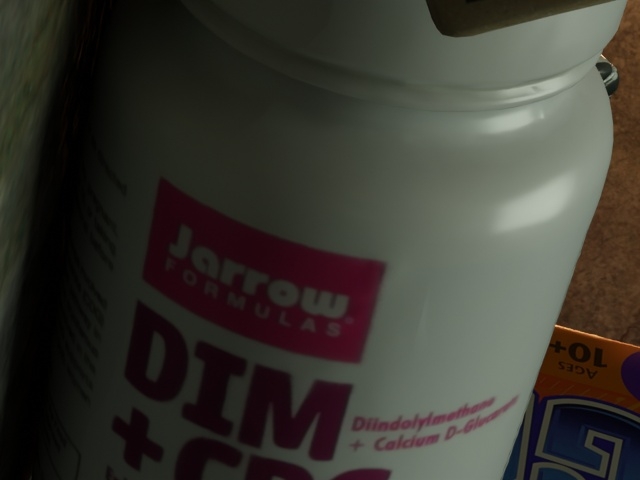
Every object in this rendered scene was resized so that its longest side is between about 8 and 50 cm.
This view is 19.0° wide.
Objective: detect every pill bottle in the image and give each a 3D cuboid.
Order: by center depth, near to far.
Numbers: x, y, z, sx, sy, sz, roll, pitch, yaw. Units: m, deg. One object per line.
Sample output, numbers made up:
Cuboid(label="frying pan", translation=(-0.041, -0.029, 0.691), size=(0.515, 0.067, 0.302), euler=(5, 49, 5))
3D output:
Cuboid(label="pill bottle", translation=(0.000, 0.000, 0.613), size=(0.160, 0.160, 0.283), euler=(-74, 178, -55))

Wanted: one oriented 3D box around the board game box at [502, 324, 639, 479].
Cuboid(label="board game box", translation=(0.035, 0.278, 1.213), size=(0.356, 0.357, 0.356), euler=(-75, 179, -47))

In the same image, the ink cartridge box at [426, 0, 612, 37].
Cuboid(label="ink cartridge box", translation=(0.052, -0.190, 0.470), size=(0.234, 0.088, 0.193), euler=(-72, 145, -56))

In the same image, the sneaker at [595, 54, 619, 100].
Cuboid(label="sneaker", translation=(0.042, -0.048, 0.742), size=(0.071, 0.083, 0.190), euler=(-22, 165, -34))
